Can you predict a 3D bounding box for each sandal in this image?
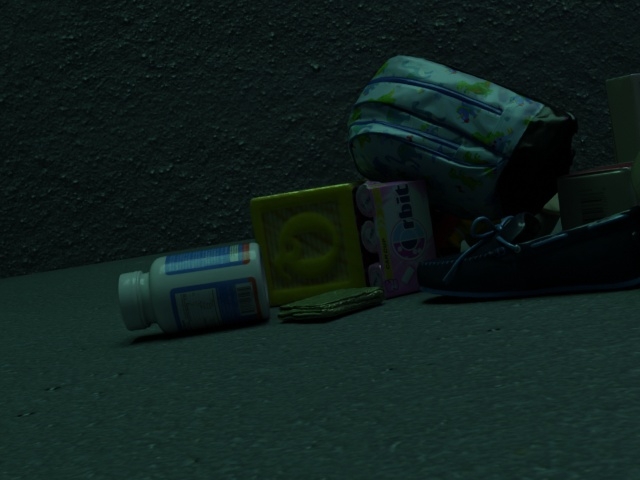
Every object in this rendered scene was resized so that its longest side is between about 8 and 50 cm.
[{"bbox_3d":[0.212,0.047,1.521,0.072,0.049,0.180,-3,15,-7],"label":"sandal"}]

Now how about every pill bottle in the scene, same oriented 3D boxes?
[{"bbox_3d":[-0.196,0.078,1.403,0.221,0.124,0.124,-8,4,-1],"label":"pill bottle"}]

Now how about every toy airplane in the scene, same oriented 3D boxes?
[{"bbox_3d":[0.314,-0.105,1.825,0.384,0.272,0.386,-21,35,12],"label":"toy airplane"}]

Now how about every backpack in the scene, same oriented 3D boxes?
[{"bbox_3d":[0.221,-0.172,1.529,0.273,0.355,0.290,-47,-19,-5],"label":"backpack"}]

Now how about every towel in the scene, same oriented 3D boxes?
[{"bbox_3d":[0.017,0.097,1.363,0.148,0.027,0.110,-14,6,-44],"label":"towel"}]

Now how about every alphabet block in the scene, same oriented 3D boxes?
[{"bbox_3d":[0.000,0.000,1.600,0.192,0.193,0.197,-10,4,12],"label":"alphabet block"}]

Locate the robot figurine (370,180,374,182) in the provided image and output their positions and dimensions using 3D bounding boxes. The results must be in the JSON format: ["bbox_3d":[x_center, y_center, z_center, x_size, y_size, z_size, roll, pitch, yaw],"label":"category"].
[{"bbox_3d":[0.046,-0.021,1.857,0.085,0.211,0.291,23,-7,-2],"label":"robot figurine"}]

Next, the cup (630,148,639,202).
[{"bbox_3d":[0.544,-0.088,1.139,0.237,0.331,0.331,-37,-12,32],"label":"cup"}]

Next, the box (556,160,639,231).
[{"bbox_3d":[0.512,-0.055,1.541,0.127,0.149,0.232,-6,4,35],"label":"box"}]

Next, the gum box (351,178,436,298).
[{"bbox_3d":[0.122,-0.008,1.456,0.107,0.188,0.062,-10,4,-27],"label":"gum box"}]

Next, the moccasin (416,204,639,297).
[{"bbox_3d":[0.300,0.013,1.273,0.342,0.117,0.138,-7,4,25],"label":"moccasin"}]

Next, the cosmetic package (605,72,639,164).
[{"bbox_3d":[0.670,-0.177,1.756,0.160,0.309,0.113,-9,5,-7],"label":"cosmetic package"}]
